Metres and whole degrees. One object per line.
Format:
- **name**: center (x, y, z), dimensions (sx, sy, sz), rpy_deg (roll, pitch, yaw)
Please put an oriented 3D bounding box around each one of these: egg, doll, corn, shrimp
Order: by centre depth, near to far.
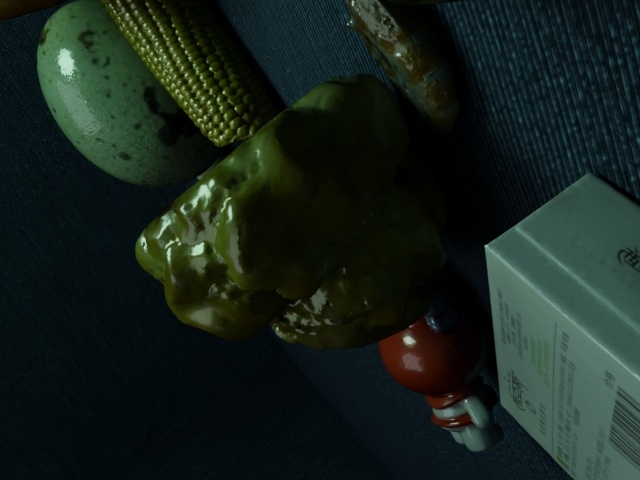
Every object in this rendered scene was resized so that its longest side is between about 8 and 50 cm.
- **shrimp**: center (0.056, -0.171, 0.665), dimensions (0.187, 0.051, 0.132), rpy_deg (56, 169, -17)
- **doll**: center (0.142, 0.132, 0.970), dimensions (0.290, 0.129, 0.161), rpy_deg (63, 170, -7)
- **corn**: center (-0.212, -0.302, 1.169), dimensions (0.387, 0.144, 0.144), rpy_deg (57, 168, 3)
- **egg**: center (-0.330, -0.260, 1.355), dimensions (0.379, 0.287, 0.287), rpy_deg (46, 174, -29)

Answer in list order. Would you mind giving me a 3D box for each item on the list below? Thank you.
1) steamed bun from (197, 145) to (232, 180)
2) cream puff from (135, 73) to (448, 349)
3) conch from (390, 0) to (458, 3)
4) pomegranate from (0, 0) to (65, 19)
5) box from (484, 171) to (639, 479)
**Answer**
- **steamed bun**: center (-0.243, -0.176, 1.708), dimensions (0.231, 0.110, 0.212), rpy_deg (39, 177, 47)
- **cream puff**: center (-0.001, 0.001, 0.766), dimensions (0.257, 0.291, 0.324), rpy_deg (47, -178, -7)
- **conch**: center (0.034, -0.213, 0.469), dimensions (0.187, 0.124, 0.181), rpy_deg (51, 173, -20)
- **pomegranate**: center (-0.439, -0.496, 0.948), dimensions (0.417, 0.416, 0.417), rpy_deg (52, 168, 16)
- **box**: center (0.232, 0.106, 0.575), dimensions (0.194, 0.111, 0.260), rpy_deg (47, 168, 37)
